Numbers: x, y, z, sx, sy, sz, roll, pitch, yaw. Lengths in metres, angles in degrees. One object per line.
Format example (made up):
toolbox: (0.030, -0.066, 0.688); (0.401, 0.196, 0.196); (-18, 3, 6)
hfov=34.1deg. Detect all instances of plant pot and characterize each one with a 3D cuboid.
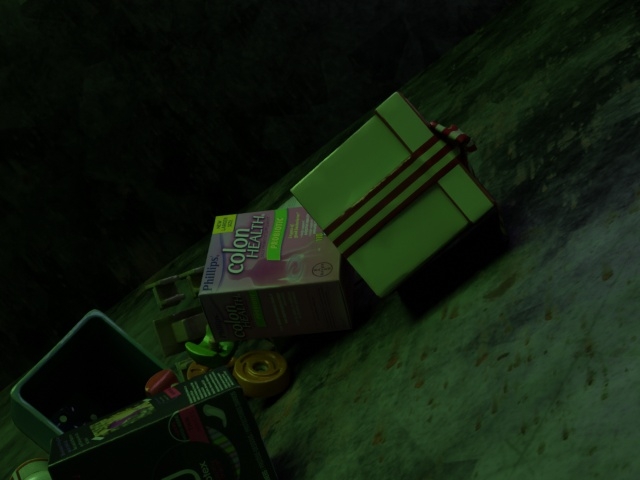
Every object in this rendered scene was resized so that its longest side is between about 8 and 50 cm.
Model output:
plant pot: (-0.455, 0.341, 2.073); (0.248, 0.247, 0.252); (-49, -3, -37)

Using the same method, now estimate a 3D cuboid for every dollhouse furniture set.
dollhouse furniture set: (-0.223, 0.162, 2.069); (0.242, 0.212, 0.161); (-17, -1, -33)

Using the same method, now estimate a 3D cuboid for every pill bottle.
pill bottle: (-0.529, 0.493, 1.995); (0.121, 0.121, 0.221); (-44, 13, -15)

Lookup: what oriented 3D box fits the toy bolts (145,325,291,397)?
toy bolts: (-0.173, 0.278, 1.772); (0.218, 0.159, 0.228); (20, 38, 29)

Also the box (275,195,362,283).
box: (0.000, 0.000, 2.007); (0.119, 0.182, 0.181); (-39, 11, 17)

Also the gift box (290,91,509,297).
gift box: (0.148, -0.064, 1.647); (0.258, 0.276, 0.255); (-42, -2, 9)

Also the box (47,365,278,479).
box: (-0.213, 0.305, 1.418); (0.270, 0.165, 0.143); (-23, 9, -9)

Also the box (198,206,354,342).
box: (-0.068, 0.052, 1.809); (0.242, 0.117, 0.214); (-7, 39, 11)

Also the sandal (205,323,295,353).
sandal: (-0.094, 0.174, 1.933); (0.240, 0.079, 0.088); (-13, -25, 9)
